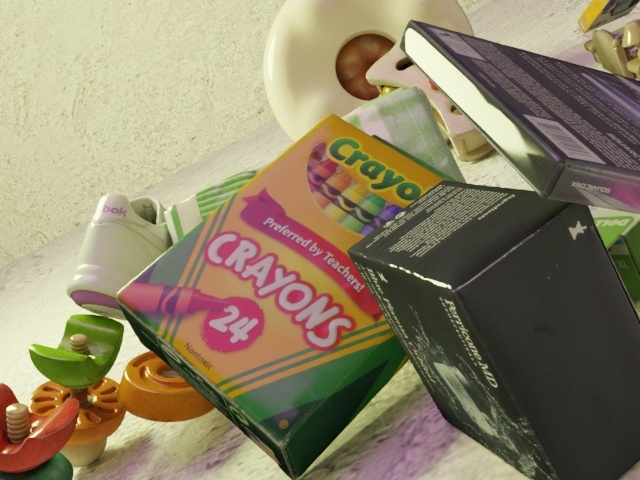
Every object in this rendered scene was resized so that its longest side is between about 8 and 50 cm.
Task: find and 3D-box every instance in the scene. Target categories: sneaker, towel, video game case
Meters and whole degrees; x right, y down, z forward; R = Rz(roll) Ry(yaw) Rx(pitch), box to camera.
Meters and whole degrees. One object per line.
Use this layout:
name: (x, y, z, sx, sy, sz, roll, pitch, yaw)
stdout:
sneaker: (-0.184, 0.034, 0.951, 0.114, 0.152, 0.305, 1, -14, 17)
towel: (0.000, 0.000, 0.813, 0.325, 0.247, 0.038, -26, -27, 13)
video game case: (0.206, -0.068, 0.494, 0.196, 0.274, 0.026, -116, 41, -51)

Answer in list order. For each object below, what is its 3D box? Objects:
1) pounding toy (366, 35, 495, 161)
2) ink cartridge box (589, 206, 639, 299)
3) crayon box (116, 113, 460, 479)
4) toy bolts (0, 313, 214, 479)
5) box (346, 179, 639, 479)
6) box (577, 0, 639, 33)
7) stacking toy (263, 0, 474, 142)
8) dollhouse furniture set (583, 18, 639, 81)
pounding toy: (0.209, -0.189, 1.142, 0.270, 0.155, 0.154, 20, 74, 29)
ink cartridge box: (0.236, -0.006, 0.621, 0.209, 0.062, 0.109, -38, 18, -25)
crayon box: (0.012, 0.017, 0.676, 0.202, 0.081, 0.318, 34, 65, 28)
toy bolts: (-0.223, 0.201, 0.750, 0.218, 0.158, 0.228, 12, 21, 16)
box: (0.113, 0.054, 0.483, 0.093, 0.156, 0.158, -35, 16, -12)
box: (0.441, -0.356, 1.161, 0.081, 0.028, 0.136, -24, -10, -3)
stacking toy: (0.086, -0.283, 1.456, 0.351, 0.350, 0.480, -30, -1, 1)
dollhouse furniture set: (0.516, -0.366, 1.041, 0.303, 0.173, 0.355, -26, 16, 13)
